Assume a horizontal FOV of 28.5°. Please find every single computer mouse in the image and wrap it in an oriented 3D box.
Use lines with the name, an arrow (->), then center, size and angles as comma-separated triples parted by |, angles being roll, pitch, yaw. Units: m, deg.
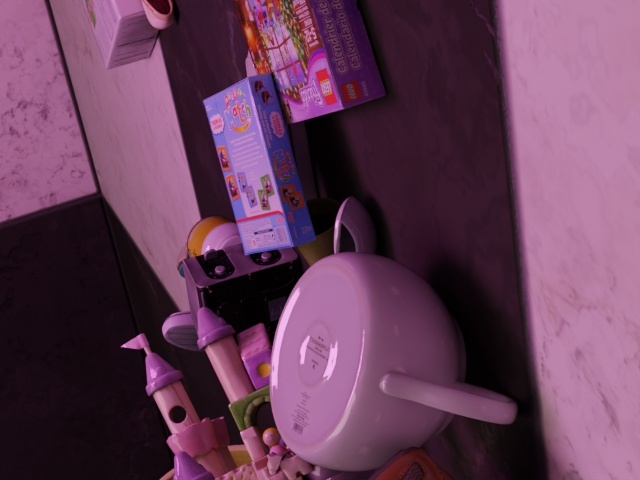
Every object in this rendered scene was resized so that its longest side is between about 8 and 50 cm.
computer mouse -> 0.045, 0.036, 1.540 | 0.106, 0.042, 0.193 | -56, -28, -49

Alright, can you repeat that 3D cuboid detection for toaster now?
toaster -> -0.115, 0.091, 1.968 | 0.110, 0.168, 0.185 | -124, 23, -50

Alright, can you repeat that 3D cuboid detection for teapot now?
teapot -> 0.075, 0.138, 1.367 | 0.252, 0.187, 0.256 | -51, 36, 41

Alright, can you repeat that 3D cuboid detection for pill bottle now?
pill bottle -> -0.160, 0.017, 2.139 | 0.184, 0.103, 0.103 | -158, 51, -70

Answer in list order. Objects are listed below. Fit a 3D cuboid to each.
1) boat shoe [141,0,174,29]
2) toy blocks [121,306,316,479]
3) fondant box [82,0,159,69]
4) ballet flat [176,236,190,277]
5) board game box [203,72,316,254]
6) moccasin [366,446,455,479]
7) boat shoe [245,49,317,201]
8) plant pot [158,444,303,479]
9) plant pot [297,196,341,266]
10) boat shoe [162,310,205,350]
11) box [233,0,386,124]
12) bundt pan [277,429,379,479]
boat shoe -> -0.292, -0.445, 2.140 | 0.170, 0.063, 0.059 | 61, 161, 1
toy blocks -> -0.089, 0.192, 1.653 | 0.260, 0.288, 0.309 | 65, -175, 8
fondant box -> -0.381, -0.478, 2.329 | 0.330, 0.096, 0.238 | 151, 100, -73
ballet flat -> -0.232, 0.016, 2.460 | 0.248, 0.086, 0.086 | 138, 112, -72
board game box -> -0.080, -0.092, 1.589 | 0.160, 0.039, 0.211 | -9, 97, 65
moccasin -> 0.145, 0.332, 1.356 | 0.147, 0.139, 0.380 | 44, 166, 26
boat shoe -> -0.072, -0.134, 1.695 | 0.096, 0.088, 0.267 | -134, 29, -57
plant pot -> -0.113, 0.487, 1.851 | 0.276, 0.276, 0.254 | 49, 165, 53
plant pot -> 0.000, 0.000, 1.649 | 0.083, 0.083, 0.079 | 50, 166, 51
boat shoe -> -0.168, 0.136, 2.113 | 0.083, 0.226, 0.076 | -48, 48, 37
box -> -0.024, -0.242, 1.465 | 0.293, 0.057, 0.201 | -178, 70, -73
bundt pan -> 0.028, 0.381, 1.896 | 0.331, 0.124, 0.331 | 161, 90, -73
